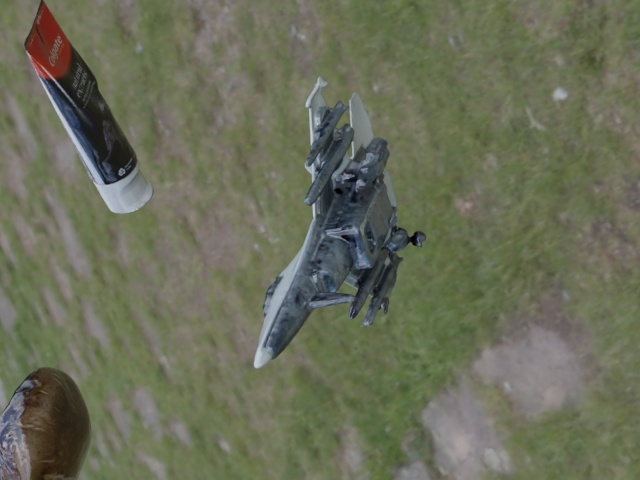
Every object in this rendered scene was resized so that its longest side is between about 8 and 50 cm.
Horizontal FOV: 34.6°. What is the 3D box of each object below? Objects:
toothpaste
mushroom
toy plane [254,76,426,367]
[{"bbox_3d":[-0.199,-0.105,0.870,0.071,0.045,0.194,-89,-17,-48],"label":"toothpaste"},{"bbox_3d":[-0.248,0.197,0.896,0.080,0.171,0.135,17,172,7],"label":"mushroom"},{"bbox_3d":[0.016,-0.006,0.617,0.234,0.082,0.160,-78,-28,-56],"label":"toy plane"}]
